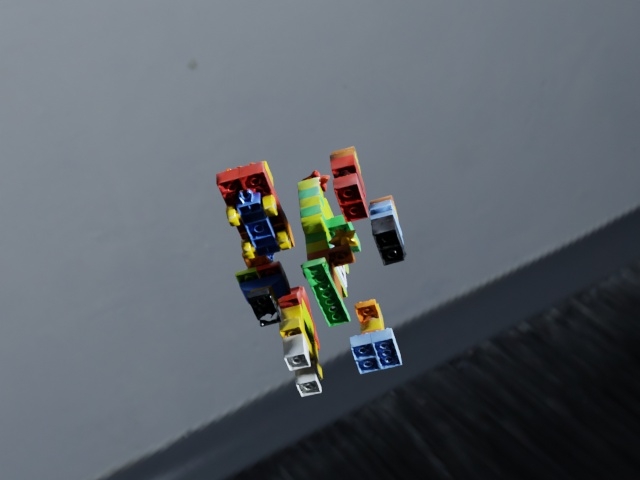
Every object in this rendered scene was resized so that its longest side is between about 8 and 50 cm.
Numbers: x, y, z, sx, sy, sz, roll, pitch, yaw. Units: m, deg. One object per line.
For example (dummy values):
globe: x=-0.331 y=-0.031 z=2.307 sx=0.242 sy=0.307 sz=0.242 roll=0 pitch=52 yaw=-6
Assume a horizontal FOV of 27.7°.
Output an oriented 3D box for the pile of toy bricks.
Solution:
pile of toy bricks: x=0.000 y=0.000 z=0.905 sx=0.118 sy=0.105 sz=0.212 roll=-14 pitch=134 yaw=7
